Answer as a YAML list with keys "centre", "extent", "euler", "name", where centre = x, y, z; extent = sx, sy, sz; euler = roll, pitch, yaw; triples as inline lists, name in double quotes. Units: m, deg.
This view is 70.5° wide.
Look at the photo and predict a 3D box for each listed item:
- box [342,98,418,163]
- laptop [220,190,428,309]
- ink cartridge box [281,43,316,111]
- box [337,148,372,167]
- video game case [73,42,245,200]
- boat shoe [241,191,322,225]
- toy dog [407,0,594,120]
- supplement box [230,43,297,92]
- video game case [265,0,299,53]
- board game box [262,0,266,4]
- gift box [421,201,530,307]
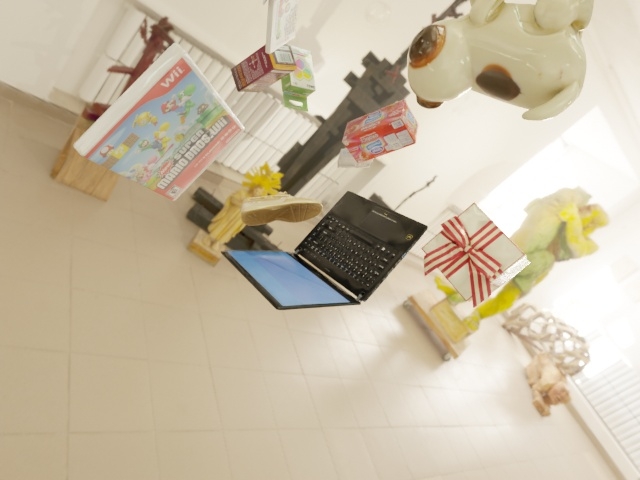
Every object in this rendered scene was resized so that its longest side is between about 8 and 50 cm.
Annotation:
- centre: [0.226, -0.408, 1.715]
  extent: [0.128, 0.257, 0.122]
  euler: [47, 43, -34]
  name: "box"
- centre: [0.000, 0.000, 0.785]
  extent: [0.234, 0.264, 0.136]
  euler: [33, -11, 51]
  name: "laptop"
- centre: [-0.081, -0.577, 1.612]
  extent: [0.109, 0.062, 0.209]
  euler: [-1, 82, -38]
  name: "ink cartridge box"
- centre: [0.151, -0.353, 1.960]
  extent: [0.186, 0.145, 0.038]
  euler: [113, -24, -85]
  name: "box"
- centre: [-0.243, -0.175, 0.756]
  extent: [0.025, 0.204, 0.285]
  euler: [45, 0, 11]
  name: "video game case"
- centre: [-0.082, -0.074, 0.943]
  extent: [0.170, 0.063, 0.059]
  euler: [-5, 51, -13]
  name: "boat shoe"
- centre: [0.423, -0.445, 1.132]
  extent: [0.284, 0.408, 0.395]
  euler: [41, 57, -64]
  name: "toy dog"
- centre: [-0.182, -0.548, 1.446]
  extent: [0.104, 0.188, 0.080]
  euler: [-21, 95, -50]
  name: "supplement box"
- centre: [-0.099, -0.599, 1.210]
  extent: [0.019, 0.157, 0.143]
  euler: [26, 49, 12]
  name: "video game case"
- centre: [-0.094, -0.651, 1.102]
  extent: [0.033, 0.168, 0.133]
  euler: [19, -8, -22]
  name: "board game box"
- centre: [0.496, 0.067, 1.467]
  extent: [0.255, 0.276, 0.258]
  euler: [49, 14, 28]
  name: "gift box"
